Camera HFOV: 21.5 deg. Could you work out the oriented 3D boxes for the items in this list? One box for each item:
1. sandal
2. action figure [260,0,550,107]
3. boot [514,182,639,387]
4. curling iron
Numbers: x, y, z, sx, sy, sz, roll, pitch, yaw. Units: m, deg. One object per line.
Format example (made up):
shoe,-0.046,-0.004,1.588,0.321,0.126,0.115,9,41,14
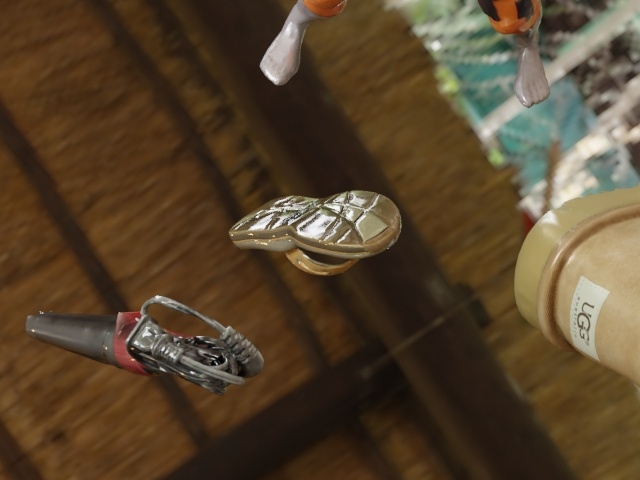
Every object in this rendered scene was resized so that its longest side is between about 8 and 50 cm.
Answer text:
sandal,0.000,0.000,1.224,0.072,0.180,0.049,-34,-70,-31
action figure,0.026,-0.245,1.087,0.341,0.330,0.178,16,-130,10
boot,0.235,0.054,0.633,0.269,0.236,0.089,41,142,50
curling iron,-0.110,0.051,0.933,0.068,0.035,0.274,33,167,-24
